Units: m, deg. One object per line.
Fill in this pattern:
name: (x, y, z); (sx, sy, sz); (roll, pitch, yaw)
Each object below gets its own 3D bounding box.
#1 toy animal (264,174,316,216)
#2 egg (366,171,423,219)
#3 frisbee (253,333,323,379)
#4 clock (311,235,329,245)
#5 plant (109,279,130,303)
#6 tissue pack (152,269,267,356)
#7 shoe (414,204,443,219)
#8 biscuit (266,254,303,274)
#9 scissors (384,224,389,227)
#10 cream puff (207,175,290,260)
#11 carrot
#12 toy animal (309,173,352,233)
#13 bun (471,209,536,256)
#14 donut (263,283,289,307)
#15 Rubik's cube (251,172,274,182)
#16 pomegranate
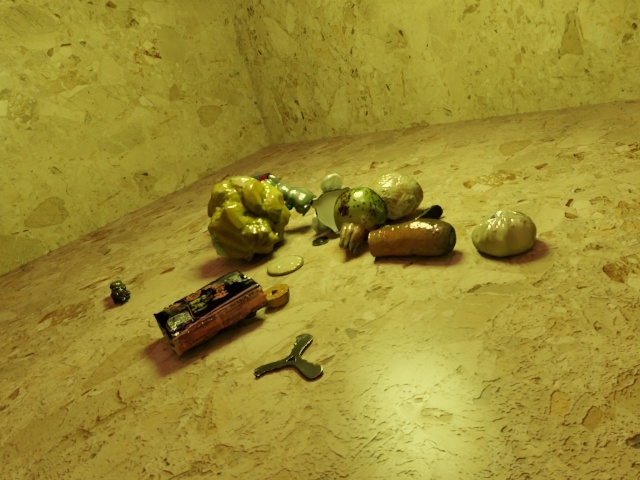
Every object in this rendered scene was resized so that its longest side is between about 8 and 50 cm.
toy animal: (-0.138, -0.209, 2.182); (0.236, 0.108, 0.138); (35, 65, 17)
egg: (0.305, -0.187, 2.021); (0.245, 0.203, 0.203); (-5, 24, 13)
frisbee: (-0.091, 0.325, 1.301); (0.188, 0.012, 0.211); (-17, 22, 0)
clock: (0.000, 0.000, 2.029); (0.074, 0.010, 0.083); (-12, 22, 12)
plant: (-0.842, 0.212, 2.018); (0.085, 0.087, 0.174); (6, 13, -33)
tissue pack: (-0.353, 0.231, 1.570); (0.332, 0.123, 0.245); (-29, 24, -23)
shoe: (0.415, -0.096, 1.913); (0.159, 0.062, 0.053); (-31, 24, -25)
biscuit: (-0.137, 0.095, 1.880); (0.152, 0.020, 0.152); (-14, 21, 6)
scissors: (0.298, -0.035, 1.895); (0.110, 0.021, 0.212); (-19, 22, -13)
cream puff: (-0.294, -0.080, 2.028); (0.378, 0.378, 0.275); (-22, 22, -16)
carrot: (0.314, -0.007, 1.672); (0.302, 0.138, 0.138); (-4, 25, 29)
toy animal: (0.043, -0.146, 2.113); (0.174, 0.249, 0.289); (20, -13, 4)
bun: (0.582, -0.033, 1.553); (0.178, 0.127, 0.193); (-32, 24, -31)
donut: (-0.146, 0.186, 1.632); (0.097, 0.043, 0.108); (-19, 22, 0)
Rubik's cube: (-0.322, -0.158, 2.319); (0.249, 0.249, 0.246); (-11, 22, 6)
pomegranate: (0.128, -0.078, 1.875); (0.204, 0.222, 0.276); (29, 65, 38)
